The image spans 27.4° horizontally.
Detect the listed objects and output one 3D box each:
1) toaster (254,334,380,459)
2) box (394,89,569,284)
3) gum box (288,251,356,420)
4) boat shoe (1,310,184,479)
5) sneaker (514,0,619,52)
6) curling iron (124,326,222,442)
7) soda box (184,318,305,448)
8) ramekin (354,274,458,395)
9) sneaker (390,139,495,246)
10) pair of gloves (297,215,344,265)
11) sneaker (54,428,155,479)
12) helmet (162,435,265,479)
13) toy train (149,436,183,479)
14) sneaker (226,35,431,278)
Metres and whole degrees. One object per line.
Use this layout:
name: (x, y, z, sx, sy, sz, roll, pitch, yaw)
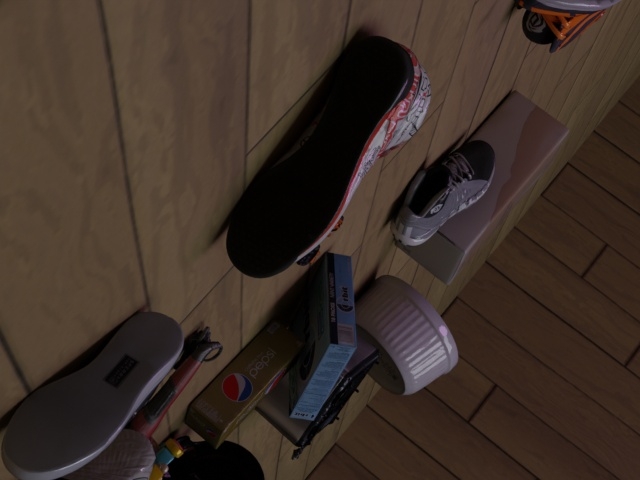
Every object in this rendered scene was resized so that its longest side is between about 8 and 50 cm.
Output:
toaster: (-0.006, 0.239, 2.155, 0.168, 0.110, 0.185, -57, 168, 22)
box: (0.270, -0.089, 2.210, 0.311, 0.121, 0.148, -48, 169, -22)
gum box: (0.000, 0.134, 1.814, 0.184, 0.041, 0.157, 117, -22, -46)
boat shoe: (-0.206, 0.150, 1.180, 0.228, 0.080, 0.076, -51, 170, -48)
sneaker: (0.311, -0.308, 1.696, 0.321, 0.124, 0.180, -20, 163, -45)
curling iron: (-0.196, 0.211, 1.494, 0.274, 0.035, 0.068, -54, 169, 9)
soda box: (-0.101, 0.191, 1.759, 0.181, 0.058, 0.061, -45, 168, -32)
ramekin: (0.130, 0.172, 2.278, 0.109, 0.207, 0.207, -38, 164, -21)
sneaker: (0.203, -0.094, 2.031, 0.229, 0.086, 0.132, -47, 165, -22)
pair of gloves: (0.000, 0.000, 1.690, 0.083, 0.010, 0.074, -51, 171, 10)
sneaker: (-0.245, 0.266, 1.334, 0.237, 0.085, 0.086, -26, 141, -65)
helmet: (-0.159, 0.346, 1.747, 0.169, 0.169, 0.161, -53, 153, 2)
toy train: (-0.234, 0.288, 1.574, 0.125, 0.046, 0.166, -35, -172, 34)
sneaker: (0.018, -0.076, 1.316, 0.270, 0.090, 0.145, -57, 166, 9)
